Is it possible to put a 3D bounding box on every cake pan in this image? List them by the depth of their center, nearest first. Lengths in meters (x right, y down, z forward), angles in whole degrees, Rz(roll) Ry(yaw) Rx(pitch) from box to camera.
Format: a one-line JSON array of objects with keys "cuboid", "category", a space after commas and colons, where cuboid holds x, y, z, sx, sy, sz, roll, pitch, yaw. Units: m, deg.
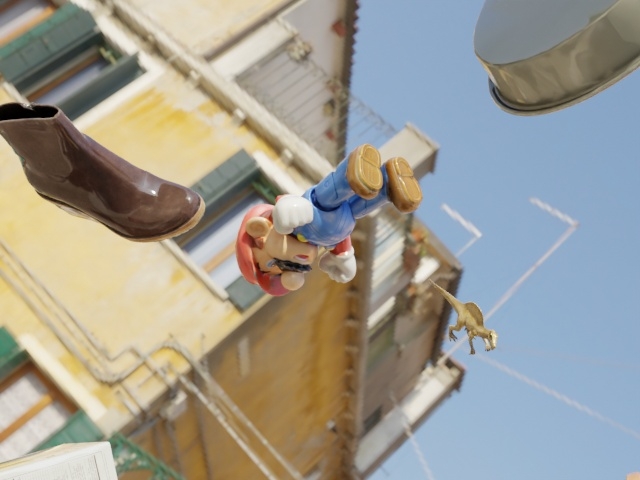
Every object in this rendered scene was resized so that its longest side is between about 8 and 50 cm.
[{"cuboid": [0.258, -0.248, 0.933, 0.054, 0.293, 0.293, 39, -18, -23], "category": "cake pan"}]

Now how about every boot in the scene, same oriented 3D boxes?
[{"cuboid": [-0.290, -0.090, 1.276, 0.248, 0.090, 0.207, 6, -31, 24], "category": "boot"}]

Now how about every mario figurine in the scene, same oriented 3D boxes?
[{"cuboid": [0.000, 0.000, 1.442, 0.198, 0.170, 0.320, 44, -49, -15], "category": "mario figurine"}]

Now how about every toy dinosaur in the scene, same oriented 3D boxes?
[{"cuboid": [0.265, 0.143, 1.783, 0.183, 0.053, 0.093, 45, -38, 36], "category": "toy dinosaur"}]

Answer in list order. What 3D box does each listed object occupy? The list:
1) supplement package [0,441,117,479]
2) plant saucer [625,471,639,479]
[{"cuboid": [-0.426, 0.408, 1.363, 0.199, 0.262, 0.198, -19, -97, 55], "category": "supplement package"}, {"cuboid": [0.411, 0.357, 1.131, 0.200, 0.037, 0.200, 55, 18, -26], "category": "plant saucer"}]
